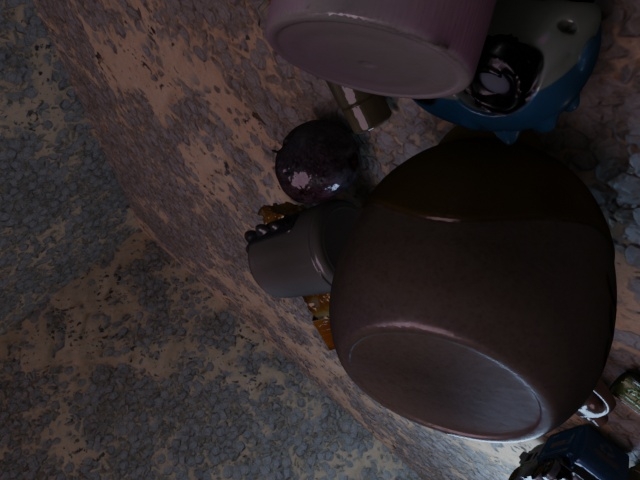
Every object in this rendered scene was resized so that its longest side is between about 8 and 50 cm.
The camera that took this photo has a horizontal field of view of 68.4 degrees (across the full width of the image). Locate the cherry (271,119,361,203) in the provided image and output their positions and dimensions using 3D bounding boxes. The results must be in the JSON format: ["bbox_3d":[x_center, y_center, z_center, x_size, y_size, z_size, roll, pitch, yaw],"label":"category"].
[{"bbox_3d":[-0.005,-0.173,1.048,0.195,0.195,0.195,35,152,21],"label":"cherry"}]

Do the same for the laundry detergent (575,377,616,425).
[{"bbox_3d":[0.562,0.320,1.015,0.237,0.076,0.171,49,172,-6],"label":"laundry detergent"}]

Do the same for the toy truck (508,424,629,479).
[{"bbox_3d":[0.646,0.613,1.238,0.146,0.175,0.367,39,153,16],"label":"toy truck"}]

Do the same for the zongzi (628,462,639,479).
[{"bbox_3d":[0.787,0.663,1.055,0.242,0.221,0.112,29,165,27],"label":"zongzi"}]

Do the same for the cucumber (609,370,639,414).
[{"bbox_3d":[0.687,0.332,0.914,0.211,0.062,0.078,40,141,29],"label":"cucumber"}]

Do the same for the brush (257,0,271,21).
[{"bbox_3d":[-0.032,-0.452,0.877,0.103,0.013,0.272,54,153,-17],"label":"brush"}]

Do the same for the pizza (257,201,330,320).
[{"bbox_3d":[0.000,0.000,1.329,0.406,0.130,0.439,41,134,14],"label":"pizza"}]

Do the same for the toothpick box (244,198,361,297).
[{"bbox_3d":[-0.049,0.027,1.145,0.317,0.229,0.229,-14,118,44],"label":"toothpick box"}]

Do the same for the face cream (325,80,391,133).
[{"bbox_3d":[0.021,-0.362,0.857,0.137,0.084,0.341,1,127,56],"label":"face cream"}]

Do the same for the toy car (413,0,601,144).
[{"bbox_3d":[0.230,-0.229,0.620,0.255,0.188,0.190,25,164,43],"label":"toy car"}]

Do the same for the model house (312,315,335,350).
[{"bbox_3d":[0.051,0.294,1.704,0.207,0.136,0.219,14,140,51],"label":"model house"}]

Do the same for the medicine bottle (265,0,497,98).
[{"bbox_3d":[0.083,-0.328,0.457,0.256,0.324,0.256,15,-176,-1],"label":"medicine bottle"}]

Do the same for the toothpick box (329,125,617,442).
[{"bbox_3d":[0.231,0.049,0.748,0.409,0.425,0.408,18,142,15],"label":"toothpick box"}]
